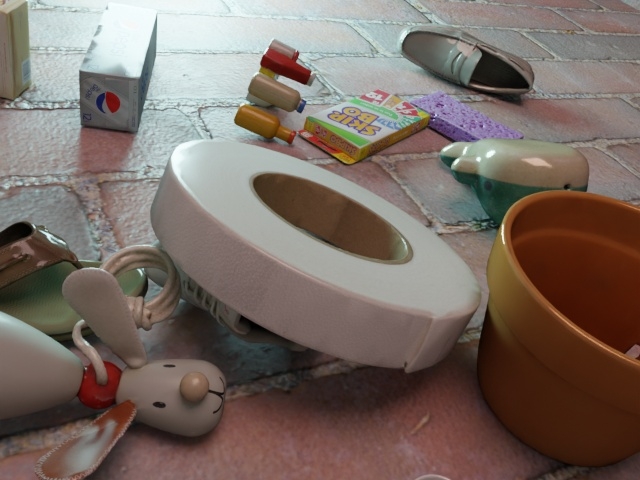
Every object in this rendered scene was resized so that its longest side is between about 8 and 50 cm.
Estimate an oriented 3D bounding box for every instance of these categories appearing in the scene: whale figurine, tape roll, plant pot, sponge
[{"bbox_3d":[0.305,-0.097,1.063,0.216,0.141,0.272,-4,17,-24],"label":"whale figurine"},{"bbox_3d":[0.000,0.000,0.753,0.392,0.072,0.392,23,19,-8],"label":"tape roll"},{"bbox_3d":[0.302,0.109,0.715,0.291,0.203,0.291,10,37,-8],"label":"plant pot"},{"bbox_3d":[0.284,-0.228,1.270,0.210,0.031,0.117,35,39,26],"label":"sponge"}]

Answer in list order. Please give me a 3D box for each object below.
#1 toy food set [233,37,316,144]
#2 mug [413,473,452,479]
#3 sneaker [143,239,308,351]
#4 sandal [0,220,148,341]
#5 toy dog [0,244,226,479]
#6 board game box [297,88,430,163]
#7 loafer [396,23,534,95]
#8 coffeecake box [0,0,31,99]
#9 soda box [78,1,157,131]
[{"bbox_3d":[-0.067,-0.272,1.146,0.105,0.111,0.232,24,36,-9],"label":"toy food set"},{"bbox_3d":[0.090,0.253,0.571,0.078,0.064,0.062,-6,43,-26],"label":"mug"},{"bbox_3d":[-0.096,0.054,0.710,0.232,0.090,0.115,19,14,6],"label":"sneaker"},{"bbox_3d":[-0.338,0.025,0.688,0.303,0.086,0.120,15,37,-1],"label":"sandal"},{"bbox_3d":[-0.245,0.098,0.545,0.334,0.161,0.220,-9,71,-24],"label":"toy dog"},{"bbox_3d":[0.083,-0.214,1.186,0.124,0.039,0.259,34,44,24],"label":"board game box"},{"bbox_3d":[0.327,-0.403,1.445,0.319,0.112,0.111,14,29,-3],"label":"loafer"},{"bbox_3d":[-0.553,-0.315,0.994,0.186,0.142,0.068,14,37,-3],"label":"coffeecake box"},{"bbox_3d":[-0.334,-0.298,1.088,0.091,0.098,0.286,5,38,-11],"label":"soda box"}]
